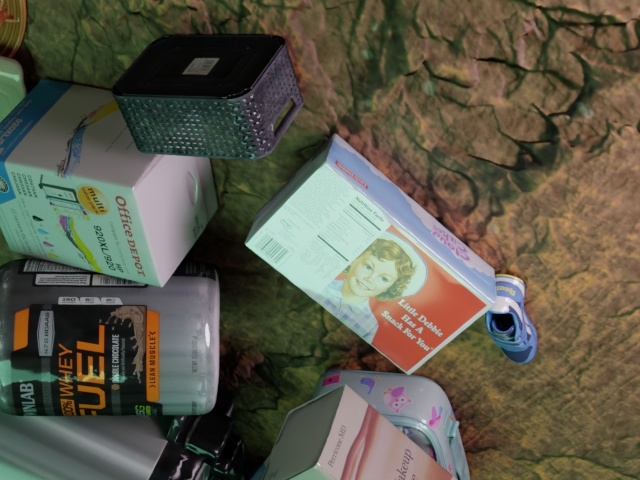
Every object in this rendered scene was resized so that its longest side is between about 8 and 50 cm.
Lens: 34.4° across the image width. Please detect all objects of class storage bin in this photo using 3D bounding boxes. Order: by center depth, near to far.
[{"bbox_3d":[-0.125,-0.163,1.155,0.180,0.122,0.084,5,135,27],"label":"storage bin"}]

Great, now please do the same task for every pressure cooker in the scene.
[{"bbox_3d":[-0.319,0.341,1.593,0.420,0.375,0.370,26,175,0],"label":"pressure cooker"}]

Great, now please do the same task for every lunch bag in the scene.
[{"bbox_3d":[0.105,0.314,1.532,0.224,0.108,0.279,4,134,28],"label":"lunch bag"}]

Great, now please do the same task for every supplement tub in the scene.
[{"bbox_3d":[-0.304,0.127,1.361,0.338,0.207,0.207,1,139,-7],"label":"supplement tub"}]

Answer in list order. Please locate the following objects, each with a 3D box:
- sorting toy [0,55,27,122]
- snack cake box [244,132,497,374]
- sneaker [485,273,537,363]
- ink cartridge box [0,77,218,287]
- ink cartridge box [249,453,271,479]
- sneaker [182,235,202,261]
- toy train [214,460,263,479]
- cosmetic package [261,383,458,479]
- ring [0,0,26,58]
[{"bbox_3d":[-0.471,-0.185,1.383,0.193,0.038,0.208,14,144,4],"label":"sorting toy"},{"bbox_3d":[0.062,0.019,1.227,0.264,0.089,0.152,40,116,-13],"label":"snack cake box"},{"bbox_3d":[0.232,0.109,1.279,0.053,0.059,0.144,0,133,28],"label":"sneaker"},{"bbox_3d":[-0.275,-0.074,1.302,0.233,0.168,0.171,12,136,19],"label":"ink cartridge box"},{"bbox_3d":[-0.020,0.377,1.520,0.143,0.092,0.090,11,137,41],"label":"ink cartridge box"},{"bbox_3d":[-0.222,0.009,1.458,0.075,0.057,0.161,44,142,8],"label":"sneaker"},{"bbox_3d":[-0.166,0.441,1.858,0.184,0.080,0.105,7,126,28],"label":"toy train"},{"bbox_3d":[0.079,0.351,1.395,0.296,0.153,0.129,41,131,-17],"label":"cosmetic package"},{"bbox_3d":[-0.517,-0.341,1.275,0.337,0.032,0.336,17,139,16],"label":"ring"}]
